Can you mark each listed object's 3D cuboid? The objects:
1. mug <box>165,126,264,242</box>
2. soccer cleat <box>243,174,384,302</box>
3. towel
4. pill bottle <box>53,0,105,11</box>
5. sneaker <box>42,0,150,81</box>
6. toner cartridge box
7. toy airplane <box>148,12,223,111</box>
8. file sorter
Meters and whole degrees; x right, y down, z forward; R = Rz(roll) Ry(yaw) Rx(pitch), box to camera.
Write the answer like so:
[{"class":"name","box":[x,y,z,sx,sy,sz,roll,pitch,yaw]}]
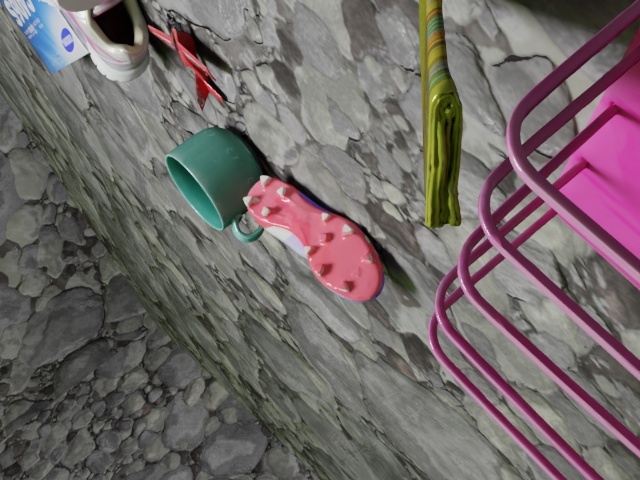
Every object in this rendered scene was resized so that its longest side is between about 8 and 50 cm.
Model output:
[{"class":"mug","box":[-0.134,-0.083,1.260,0.129,0.097,0.157,20,145,58]},{"class":"soccer cleat","box":[0.000,0.000,1.147,0.248,0.083,0.095,38,179,33]},{"class":"towel","box":[0.071,-0.127,0.538,0.102,0.021,0.237,85,-174,-50]},{"class":"pill bottle","box":[-0.338,-0.404,1.048,0.264,0.153,0.153,48,162,9]},{"class":"sneaker","box":[-0.312,-0.339,1.221,0.252,0.103,0.111,50,160,-17]},{"class":"toner cartridge box","box":[-0.432,-0.376,1.466,0.165,0.075,0.348,56,162,-18]},{"class":"toy airplane","box":[-0.166,-0.230,1.165,0.151,0.028,0.151,47,163,19]},{"class":"file sorter","box":[0.191,0.020,0.510,0.202,0.182,0.290,45,161,18]}]
